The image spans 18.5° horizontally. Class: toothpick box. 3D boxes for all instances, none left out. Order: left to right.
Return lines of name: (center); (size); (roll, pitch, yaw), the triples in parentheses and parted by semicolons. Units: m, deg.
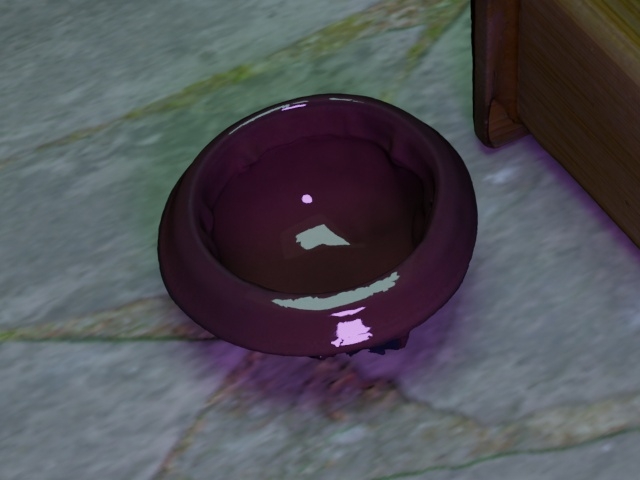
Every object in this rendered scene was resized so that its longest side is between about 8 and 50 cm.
toothpick box: (0.247, -0.070, 1.171); (0.190, 0.187, 0.308); (-23, 50, -17)

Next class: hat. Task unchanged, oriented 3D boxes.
hat: (0.000, 0.000, 1.185); (0.205, 0.089, 0.205); (-4, 49, 5)
